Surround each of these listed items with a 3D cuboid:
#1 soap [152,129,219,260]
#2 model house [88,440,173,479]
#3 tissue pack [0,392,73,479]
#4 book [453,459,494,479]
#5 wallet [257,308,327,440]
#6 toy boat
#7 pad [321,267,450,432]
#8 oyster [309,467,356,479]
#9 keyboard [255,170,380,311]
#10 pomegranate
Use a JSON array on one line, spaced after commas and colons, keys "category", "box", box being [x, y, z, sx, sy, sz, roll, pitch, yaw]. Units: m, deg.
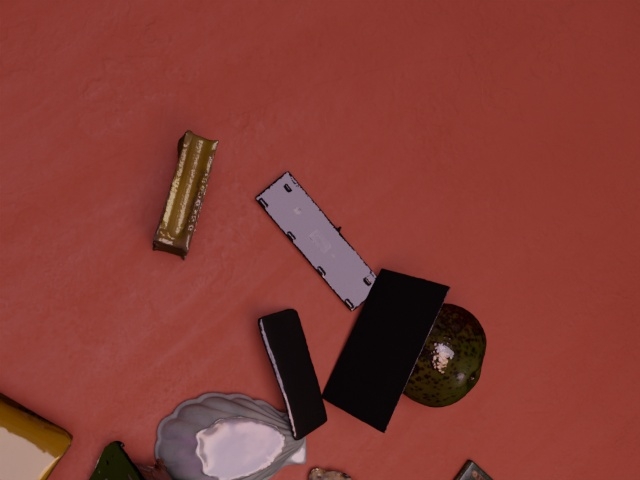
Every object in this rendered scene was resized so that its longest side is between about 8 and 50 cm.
[{"category": "soap", "box": [-0.265, -0.086, 1.310, 0.076, 0.135, 0.233, 14, 78, -12]}, {"category": "model house", "box": [-0.304, 0.502, 1.155, 0.154, 0.294, 0.206, 30, 85, -35]}, {"category": "tissue pack", "box": [-0.591, 0.357, 1.155, 0.271, 0.134, 0.192, 32, 74, -8]}, {"category": "book", "box": [0.306, 0.626, 1.399, 0.202, 0.027, 0.264, 44, 74, -4]}, {"category": "wallet", "box": [-0.051, 0.258, 1.328, 0.124, 0.025, 0.244, -8, 81, -60]}, {"category": "toy boat", "box": [-0.167, 0.389, 1.279, 0.291, 0.100, 0.199, -4, 83, -13]}, {"category": "pad", "box": [0.123, 0.205, 1.325, 0.005, 0.202, 0.299, 32, 79, -36]}, {"category": "oyster", "box": [0.035, 0.513, 1.331, 0.148, 0.051, 0.103, 20, 72, 18]}, {"category": "keyboard", "box": [0.000, 0.000, 1.422, 0.106, 0.027, 0.317, -40, 92, -13]}, {"category": "pomegranate", "box": [0.212, 0.210, 1.370, 0.214, 0.214, 0.248, -43, 60, -17]}]
